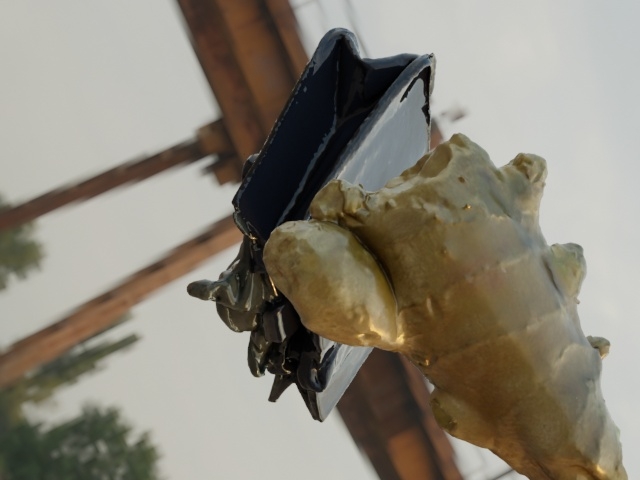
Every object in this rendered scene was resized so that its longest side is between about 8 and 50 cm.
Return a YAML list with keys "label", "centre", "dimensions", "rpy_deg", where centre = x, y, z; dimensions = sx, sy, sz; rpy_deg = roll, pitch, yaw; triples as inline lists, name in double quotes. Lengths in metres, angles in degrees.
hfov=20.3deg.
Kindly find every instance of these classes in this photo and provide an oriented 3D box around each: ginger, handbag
- label: "ginger"
  centre: [0.074, 0.030, 0.813]
  dimensions: [0.205, 0.115, 0.081]
  rpy_deg: [40, -35, -20]
- label: "handbag"
  centre: [0.000, 0.000, 1.578]
  dimensions: [0.118, 0.269, 0.325]
  rpy_deg: [21, -33, 19]
